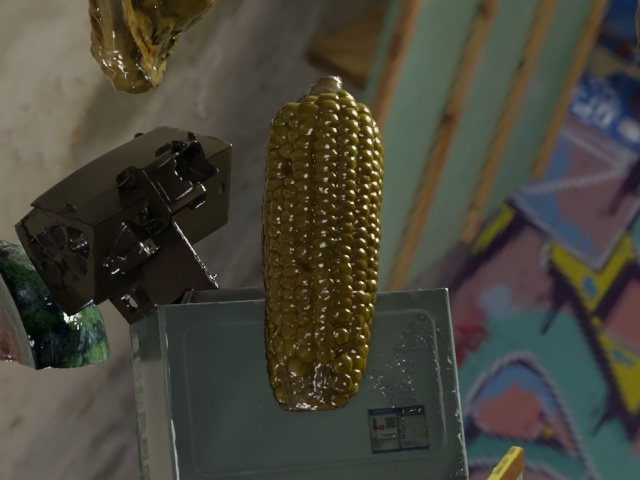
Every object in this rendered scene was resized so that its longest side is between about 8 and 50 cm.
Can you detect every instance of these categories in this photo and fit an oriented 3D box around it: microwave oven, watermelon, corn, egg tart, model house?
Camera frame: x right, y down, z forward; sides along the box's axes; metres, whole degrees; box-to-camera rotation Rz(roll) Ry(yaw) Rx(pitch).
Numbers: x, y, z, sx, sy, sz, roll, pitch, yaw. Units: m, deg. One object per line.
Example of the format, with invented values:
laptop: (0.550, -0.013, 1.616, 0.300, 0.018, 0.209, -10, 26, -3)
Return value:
microwave oven: (-0.027, 0.167, 1.716, 0.181, 0.295, 0.237, 147, -62, -70)
watermelon: (-0.339, 0.084, 2.033, 0.207, 0.202, 0.136, 27, 76, -58)
corn: (0.000, 0.000, 1.601, 0.119, 0.119, 0.322, 50, 42, -74)
egg tart: (-0.179, -0.306, 1.683, 0.341, 0.129, 0.341, -10, 90, -87)
model house: (-0.176, -0.022, 1.887, 0.211, 0.204, 0.243, -35, -178, -37)

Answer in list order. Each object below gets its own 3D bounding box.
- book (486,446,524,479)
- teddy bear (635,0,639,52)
book: (0.223, 0.421, 2.165, 0.374, 0.028, 0.262, -15, 106, -75)
teddy bear: (0.394, -0.211, 1.637, 0.140, 0.190, 0.177, -166, -89, -69)
